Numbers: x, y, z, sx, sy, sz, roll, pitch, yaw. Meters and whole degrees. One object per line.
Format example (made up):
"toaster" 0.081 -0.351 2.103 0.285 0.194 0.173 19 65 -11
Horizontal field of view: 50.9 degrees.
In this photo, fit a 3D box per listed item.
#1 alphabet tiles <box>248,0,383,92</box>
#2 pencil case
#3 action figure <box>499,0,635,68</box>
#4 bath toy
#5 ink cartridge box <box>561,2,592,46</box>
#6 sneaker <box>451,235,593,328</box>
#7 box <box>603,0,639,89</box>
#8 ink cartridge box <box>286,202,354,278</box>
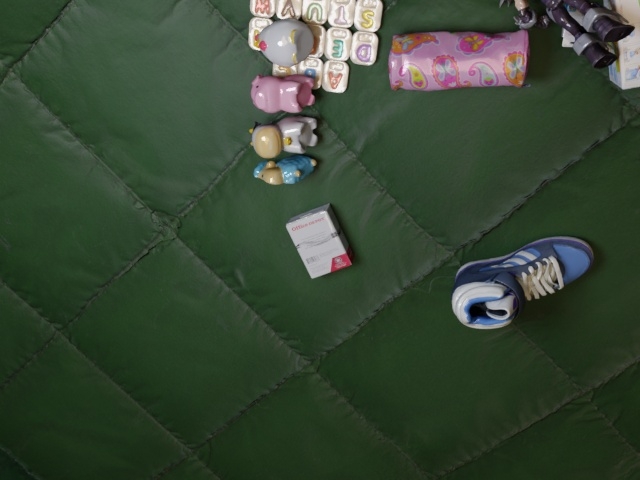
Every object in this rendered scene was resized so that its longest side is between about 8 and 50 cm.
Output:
"alphabet tiles" -0.013 -0.462 1.434 0.284 0.021 0.278 10 115 6
"pencil case" 0.281 -0.364 1.368 0.284 0.124 0.124 0 113 10
"action figure" 0.454 -0.452 1.270 0.285 0.099 0.185 56 149 22
"bath toy" -0.092 -0.300 1.452 0.129 0.151 0.348 18 121 31
"ink cartridge box" 0.509 -0.430 1.341 0.048 0.028 0.083 4 113 9
"sneaker" 0.446 0.108 1.471 0.323 0.236 0.130 -14 110 17
"box" 0.610 -0.406 1.285 0.103 0.114 0.203 -9 110 14
"ink cartridge box" 0.000 0.000 1.607 0.109 0.063 0.150 -20 107 18
